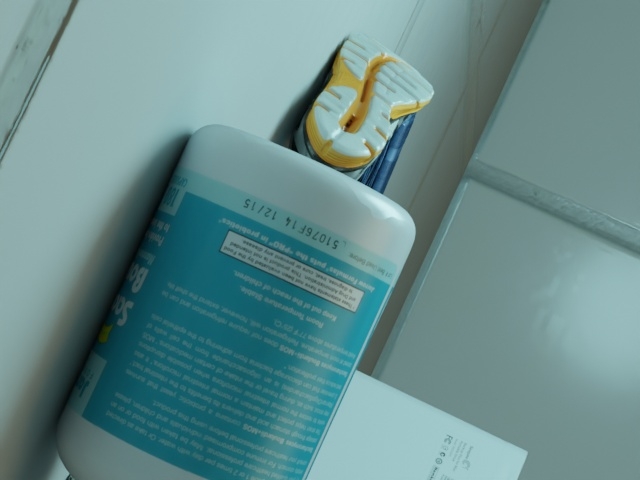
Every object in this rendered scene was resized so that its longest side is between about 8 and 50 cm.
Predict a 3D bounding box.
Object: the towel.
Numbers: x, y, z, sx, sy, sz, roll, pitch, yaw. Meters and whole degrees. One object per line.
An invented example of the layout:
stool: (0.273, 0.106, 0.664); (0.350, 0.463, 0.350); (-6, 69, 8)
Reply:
towel: (0.074, -0.101, 1.770); (0.067, 0.029, 0.119); (-38, 151, -75)

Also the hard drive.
hard drive: (0.072, 0.269, 1.851); (0.040, 0.307, 0.203); (106, 11, -51)

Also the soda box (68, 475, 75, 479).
soda box: (-0.092, 0.155, 1.131); (0.286, 0.098, 0.091); (-53, 166, -63)

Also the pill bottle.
pill bottle: (-0.059, 0.077, 0.903); (0.146, 0.146, 0.264); (46, 68, -82)

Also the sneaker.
sneaker: (0.024, -0.099, 1.255); (0.083, 0.084, 0.215); (-54, 177, 33)
